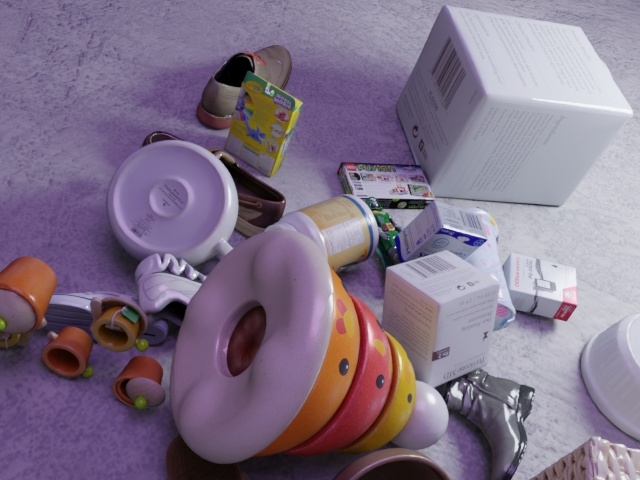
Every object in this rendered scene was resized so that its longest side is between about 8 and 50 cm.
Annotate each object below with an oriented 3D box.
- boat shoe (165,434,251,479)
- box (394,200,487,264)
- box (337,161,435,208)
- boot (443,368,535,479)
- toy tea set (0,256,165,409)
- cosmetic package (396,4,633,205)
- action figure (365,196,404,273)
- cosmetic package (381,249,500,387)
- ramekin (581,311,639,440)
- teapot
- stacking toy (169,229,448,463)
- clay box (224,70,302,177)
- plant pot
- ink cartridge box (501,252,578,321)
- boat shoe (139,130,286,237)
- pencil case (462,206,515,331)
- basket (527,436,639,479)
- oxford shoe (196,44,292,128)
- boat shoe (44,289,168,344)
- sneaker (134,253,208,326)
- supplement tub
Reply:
[{"bbox_3d":[-0.134,0.409,1.129,0.104,0.089,0.285,-34,63,-12],"label":"boat shoe"},{"bbox_3d":[0.241,-0.002,1.529,0.126,0.137,0.072,13,49,-30],"label":"box"},{"bbox_3d":[0.151,-0.126,1.742,0.206,0.036,0.114,0,50,-22],"label":"box"},{"bbox_3d":[0.290,0.329,1.379,0.161,0.084,0.247,22,40,7],"label":"boot"},{"bbox_3d":[-0.385,0.163,1.159,0.335,0.200,0.124,25,37,-7],"label":"toy tea set"},{"bbox_3d":[0.448,-0.316,1.831,0.393,0.327,0.330,3,50,-19],"label":"cosmetic package"},{"bbox_3d":[0.151,0.001,1.611,0.137,0.063,0.232,-5,55,-39],"label":"action figure"},{"bbox_3d":[0.215,0.142,1.398,0.151,0.184,0.151,-15,31,-30],"label":"cosmetic package"},{"bbox_3d":[0.683,0.267,1.547,0.272,0.127,0.273,12,46,-13],"label":"ramekin"},{"bbox_3d":[-0.263,-0.052,1.416,0.252,0.187,0.256,-4,77,-2],"label":"teapot"},{"bbox_3d":[0.035,0.220,1.215,0.479,0.350,0.351,28,39,-35],"label":"stacking toy"},{"bbox_3d":[-0.120,-0.253,1.615,0.127,0.222,0.053,32,46,7],"label":"clay box"},{"bbox_3d":[0.082,0.415,1.150,0.237,0.238,0.109,-2,10,-24],"label":"plant pot"},{"bbox_3d":[0.469,0.099,1.637,0.150,0.063,0.109,14,49,0],"label":"ink cartridge box"},{"bbox_3d":[-0.215,-0.139,1.543,0.342,0.123,0.123,36,47,11],"label":"boat shoe"},{"bbox_3d":[0.332,0.061,1.598,0.124,0.113,0.273,23,43,-23],"label":"pencil case"},{"bbox_3d":[0.479,0.524,1.143,0.328,0.266,0.331,18,48,-8],"label":"basket"},{"bbox_3d":[-0.156,-0.391,1.787,0.123,0.130,0.348,30,46,6],"label":"oxford shoe"},{"bbox_3d":[-0.372,0.124,1.289,0.226,0.083,0.076,17,34,-24],"label":"boat shoe"},{"bbox_3d":[-0.181,0.117,1.323,0.292,0.110,0.118,13,40,-22],"label":"sneaker"},{"bbox_3d":[0.000,0.000,1.493,0.199,0.144,0.144,-21,61,-35],"label":"supplement tub"}]
